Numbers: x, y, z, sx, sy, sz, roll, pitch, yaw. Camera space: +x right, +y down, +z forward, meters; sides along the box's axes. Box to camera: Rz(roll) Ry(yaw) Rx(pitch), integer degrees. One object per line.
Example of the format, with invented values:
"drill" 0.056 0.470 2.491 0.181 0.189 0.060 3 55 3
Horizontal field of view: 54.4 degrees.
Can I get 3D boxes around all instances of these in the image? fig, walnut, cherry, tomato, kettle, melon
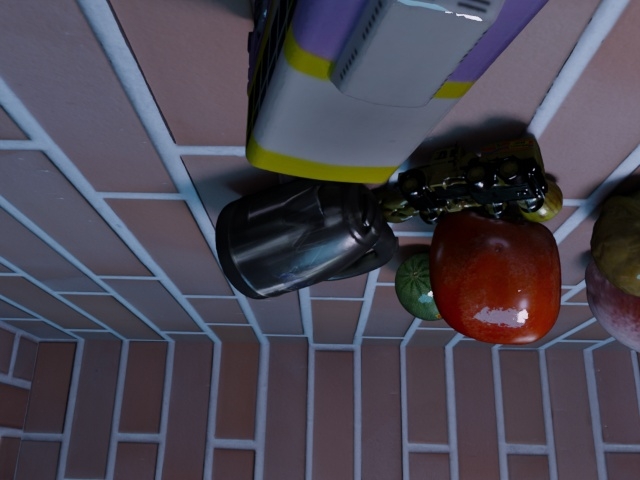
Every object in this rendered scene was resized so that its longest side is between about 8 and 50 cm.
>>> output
"fig" 0.420 -0.093 1.243 0.166 0.093 0.093 25 150 -39
"walnut" 0.691 0.010 1.302 0.227 0.283 0.283 -45 148 5
"cherry" 0.881 0.158 1.639 0.335 0.291 0.326 0 154 29
"tomato" 0.387 0.075 1.377 0.293 0.289 0.325 7 -172 13
"kettle" 0.000 0.000 1.308 0.324 0.228 0.321 -18 141 32
"melon" 0.301 0.132 1.728 0.182 0.182 0.287 -5 161 16

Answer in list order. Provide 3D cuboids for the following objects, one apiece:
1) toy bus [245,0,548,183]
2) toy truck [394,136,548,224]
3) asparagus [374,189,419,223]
"toy bus" 0.054 -0.239 0.625 0.210 0.249 0.440 7 159 -15
"toy truck" 0.271 -0.116 1.136 0.257 0.127 0.127 -10 150 31
"asparagus" 0.156 -0.075 1.330 0.287 0.080 0.080 -9 158 34
